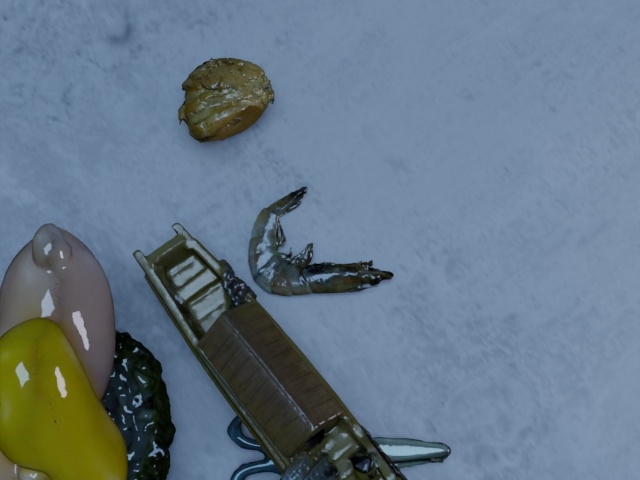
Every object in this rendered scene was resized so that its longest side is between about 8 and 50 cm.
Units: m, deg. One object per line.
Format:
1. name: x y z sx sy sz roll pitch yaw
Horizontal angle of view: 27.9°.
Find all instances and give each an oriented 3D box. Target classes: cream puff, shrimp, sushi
1. cream puff: -0.131 -0.192 1.722 0.133 0.119 0.104 -37 75 25
2. shrimp: 0.000 0.001 1.733 0.195 0.035 0.148 -1 75 1
3. sushi: -0.356 0.232 1.606 0.351 0.178 0.294 8 76 0

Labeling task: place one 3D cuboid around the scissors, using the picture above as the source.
1. scissors: 0.024 0.278 1.666 0.289 0.041 0.138 -3 77 3

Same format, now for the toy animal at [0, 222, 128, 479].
1. toy animal: -0.357 0.152 1.410 0.246 0.277 0.345 -9 78 6

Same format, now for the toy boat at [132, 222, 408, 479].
1. toy boat: -0.078 0.168 1.607 0.136 0.162 0.445 -37 71 -7
